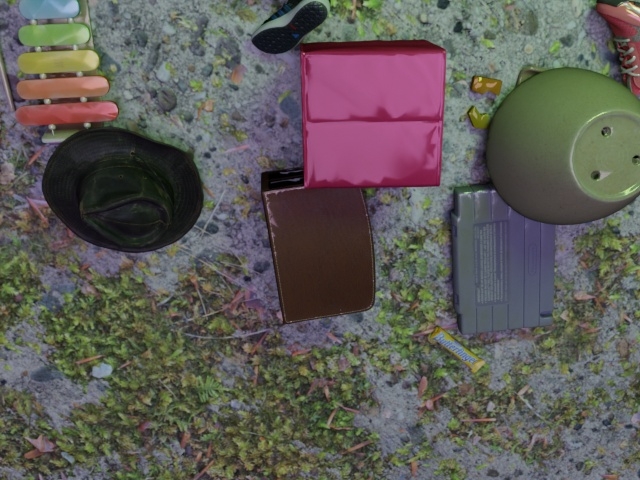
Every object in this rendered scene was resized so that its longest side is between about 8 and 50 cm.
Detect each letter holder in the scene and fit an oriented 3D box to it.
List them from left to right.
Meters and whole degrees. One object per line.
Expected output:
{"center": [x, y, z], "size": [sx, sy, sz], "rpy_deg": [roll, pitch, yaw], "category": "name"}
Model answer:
{"center": [0.000, 0.000, 1.504], "size": [0.214, 0.152, 0.302], "rpy_deg": [-9, 110, -1], "category": "letter holder"}

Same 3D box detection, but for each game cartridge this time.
{"center": [0.414, 0.039, 1.583], "size": [0.230, 0.068, 0.355], "rpy_deg": [-4, 112, 3], "category": "game cartridge"}

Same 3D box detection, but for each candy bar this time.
{"center": [0.329, 0.263, 1.683], "size": [0.161, 0.018, 0.040], "rpy_deg": [39, 104, -15], "category": "candy bar"}

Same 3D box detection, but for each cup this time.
{"center": [0.519, -0.175, 1.365], "size": [0.330, 0.237, 0.332], "rpy_deg": [-1, 101, -3], "category": "cup"}

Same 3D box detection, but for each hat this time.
{"center": [-0.405, -0.066, 1.429], "size": [0.330, 0.134, 0.332], "rpy_deg": [-5, 128, -6], "category": "hat"}

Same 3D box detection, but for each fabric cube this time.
{"center": [0.091, -0.252, 1.359], "size": [0.257, 0.254, 0.259], "rpy_deg": [-2, 111, -2], "category": "fabric cube"}

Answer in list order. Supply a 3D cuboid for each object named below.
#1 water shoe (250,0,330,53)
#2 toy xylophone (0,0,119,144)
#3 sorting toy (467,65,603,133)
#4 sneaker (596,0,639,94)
{"center": [-0.052, -0.435, 1.370], "size": [0.203, 0.080, 0.073], "rpy_deg": [-16, 139, 41], "category": "water shoe"}
{"center": [-0.541, -0.348, 1.387], "size": [0.236, 0.081, 0.323], "rpy_deg": [-11, 110, 2], "category": "toy xylophone"}
{"center": [0.461, -0.250, 1.488], "size": [0.306, 0.041, 0.229], "rpy_deg": [8, 109, -6], "category": "sorting toy"}
{"center": [0.662, -0.369, 1.416], "size": [0.313, 0.116, 0.136], "rpy_deg": [35, 106, -14], "category": "sneaker"}
